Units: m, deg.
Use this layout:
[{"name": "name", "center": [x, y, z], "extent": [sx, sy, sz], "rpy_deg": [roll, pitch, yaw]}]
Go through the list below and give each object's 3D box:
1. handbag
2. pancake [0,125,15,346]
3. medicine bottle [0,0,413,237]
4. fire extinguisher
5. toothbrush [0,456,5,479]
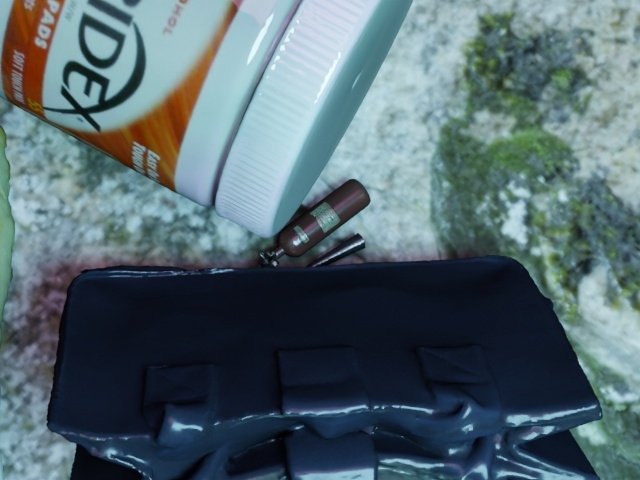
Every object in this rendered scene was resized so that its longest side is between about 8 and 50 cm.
[{"name": "handbag", "center": [-0.002, 0.106, 0.918], "extent": [0.326, 0.269, 0.118], "rpy_deg": [-3, 111, -3]}, {"name": "pancake", "center": [-0.341, -0.070, 1.043], "extent": [0.197, 0.054, 0.376], "rpy_deg": [-39, 79, -12]}, {"name": "medicine bottle", "center": [-0.079, -0.164, 0.985], "extent": [0.241, 0.252, 0.252], "rpy_deg": [28, 74, 4]}, {"name": "fire extinguisher", "center": [-0.001, 0.001, 1.065], "extent": [0.100, 0.032, 0.046], "rpy_deg": [-38, 114, -13]}, {"name": "toothbrush", "center": [-0.190, 0.325, 0.950], "extent": [0.040, 0.040, 0.386], "rpy_deg": [-11, 76, -7]}]
